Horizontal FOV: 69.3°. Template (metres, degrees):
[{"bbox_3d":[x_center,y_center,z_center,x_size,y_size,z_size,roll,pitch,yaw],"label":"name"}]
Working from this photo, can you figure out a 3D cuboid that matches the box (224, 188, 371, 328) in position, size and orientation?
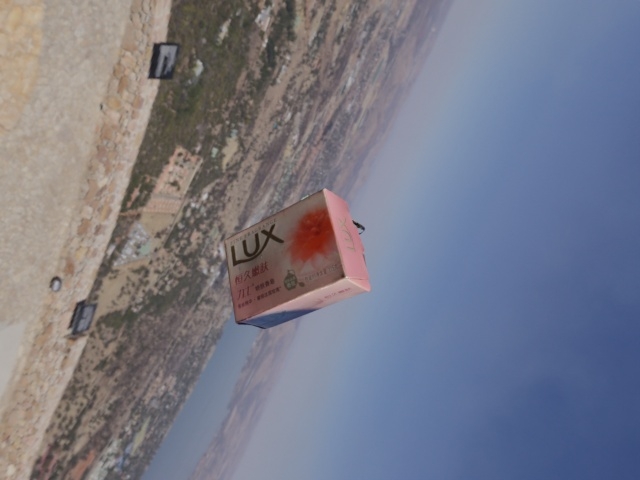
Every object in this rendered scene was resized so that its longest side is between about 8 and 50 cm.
[{"bbox_3d":[-0.030,0.024,0.512,0.060,0.156,0.111,31,39,-54],"label":"box"}]

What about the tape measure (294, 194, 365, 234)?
[{"bbox_3d":[0.002,0.003,0.815,0.107,0.180,0.104,-45,-132,32],"label":"tape measure"}]
